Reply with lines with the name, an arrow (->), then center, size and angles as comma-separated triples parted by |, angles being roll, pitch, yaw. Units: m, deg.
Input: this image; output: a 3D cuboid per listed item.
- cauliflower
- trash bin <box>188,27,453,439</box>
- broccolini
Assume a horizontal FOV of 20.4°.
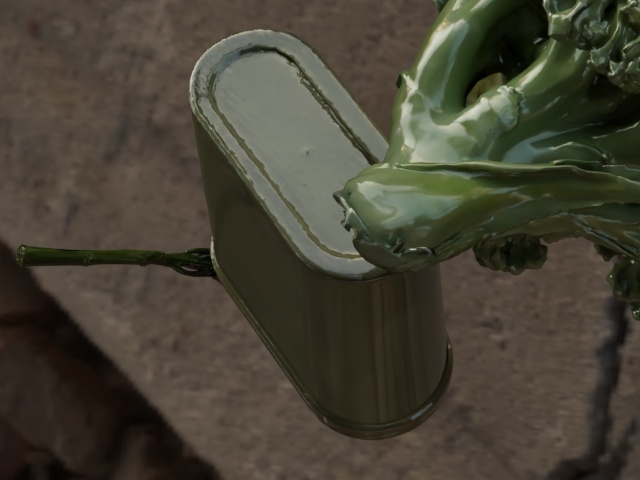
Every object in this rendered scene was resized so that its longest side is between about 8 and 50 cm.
cauliflower -> 0.151, -0.075, 1.143 | 0.281, 0.260, 0.327 | -25, 75, 8
trash bin -> 0.000, 0.000, 1.289 | 0.121, 0.247, 0.243 | -31, 63, -12
broccolini -> -0.142, 0.017, 1.432 | 0.044, 0.218, 0.042 | -46, 55, 38
